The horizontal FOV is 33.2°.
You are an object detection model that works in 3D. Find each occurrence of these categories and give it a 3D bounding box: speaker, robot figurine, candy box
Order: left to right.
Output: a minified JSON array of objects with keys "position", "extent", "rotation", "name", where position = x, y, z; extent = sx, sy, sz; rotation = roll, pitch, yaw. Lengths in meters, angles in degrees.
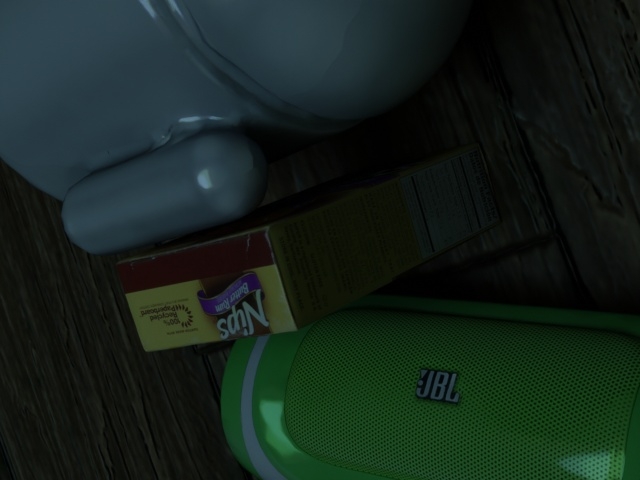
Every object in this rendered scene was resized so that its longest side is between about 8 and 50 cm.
[{"position":[-0.063,-0.135,0.572],"extent":[0.353,0.200,0.300],"rotation":[-19,57,42],"name":"robot figurine"},{"position":[0.000,0.000,0.564],"extent":[0.109,0.187,0.053],"rotation":[-12,97,40],"name":"candy box"},{"position":[0.089,0.095,0.556],"extent":[0.296,0.131,0.131],"rotation":[2,103,39],"name":"speaker"}]
